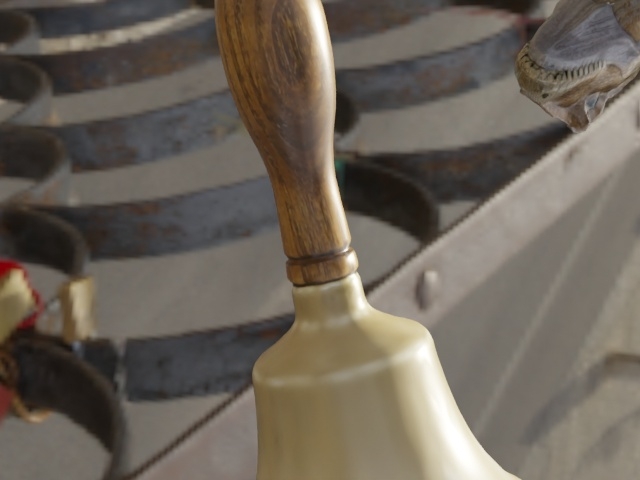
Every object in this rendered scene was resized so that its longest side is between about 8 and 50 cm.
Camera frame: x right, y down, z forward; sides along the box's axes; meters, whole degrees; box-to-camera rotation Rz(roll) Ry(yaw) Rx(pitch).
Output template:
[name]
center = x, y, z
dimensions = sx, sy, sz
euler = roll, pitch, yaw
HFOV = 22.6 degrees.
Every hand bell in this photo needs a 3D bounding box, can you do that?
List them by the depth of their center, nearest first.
[hand bell]
center = 0.000, 0.000, 0.577
dimensions = 0.126, 0.126, 0.242
euler = -25, 107, -52

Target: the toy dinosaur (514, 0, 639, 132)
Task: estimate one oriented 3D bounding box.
[toy dinosaur]
center = 0.137, -0.078, 0.322
dimensions = 0.112, 0.211, 0.064
euler = 81, -1, -50
